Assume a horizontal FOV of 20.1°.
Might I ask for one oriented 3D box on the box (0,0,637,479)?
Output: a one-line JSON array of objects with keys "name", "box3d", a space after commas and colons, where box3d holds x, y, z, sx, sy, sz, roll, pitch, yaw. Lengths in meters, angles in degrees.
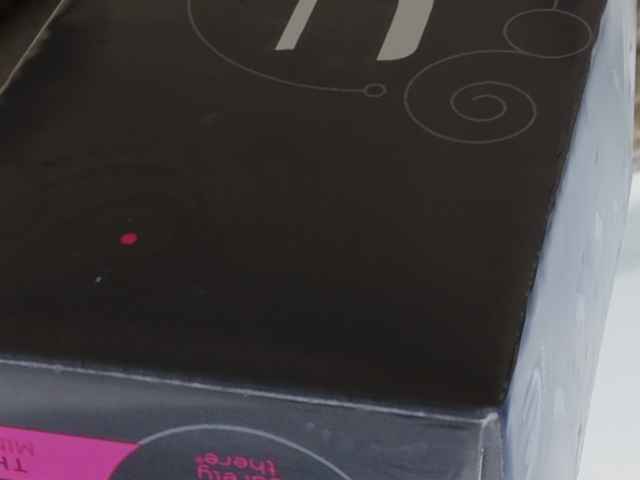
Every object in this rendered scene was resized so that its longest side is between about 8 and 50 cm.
[{"name": "box", "box3d": [0.000, 0.000, 0.538, 0.165, 0.143, 0.270, 5, -140, 14]}]
